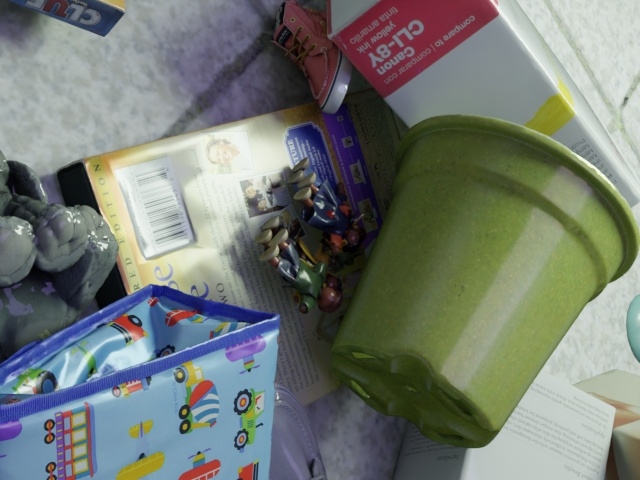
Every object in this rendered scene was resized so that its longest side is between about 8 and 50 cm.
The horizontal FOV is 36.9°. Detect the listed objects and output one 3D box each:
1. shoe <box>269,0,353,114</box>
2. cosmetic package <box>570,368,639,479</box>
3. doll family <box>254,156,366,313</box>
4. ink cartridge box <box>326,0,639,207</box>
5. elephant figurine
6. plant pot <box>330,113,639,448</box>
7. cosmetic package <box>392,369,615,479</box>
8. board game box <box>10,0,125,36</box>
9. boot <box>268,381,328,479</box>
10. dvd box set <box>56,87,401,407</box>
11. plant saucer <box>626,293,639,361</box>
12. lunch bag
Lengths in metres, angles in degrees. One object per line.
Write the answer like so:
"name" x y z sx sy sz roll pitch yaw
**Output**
"shoe" -0.014 -0.205 1.050 0.081 0.063 0.178 19 37 -16
"cosmetic package" 0.403 0.268 1.192 0.129 0.296 0.153 -17 92 -9
"doll family" 0.000 0.000 0.971 0.111 0.076 0.193 43 53 -22
"ink cartridge box" 0.184 -0.195 1.121 0.384 0.160 0.279 45 22 -25
"elephant figurine" -0.284 -0.024 0.770 0.186 0.239 0.169 -52 151 5
"plant pot" 0.145 0.058 0.973 0.276 0.276 0.254 44 64 -26
"cosmetic package" 0.185 0.327 1.072 0.197 0.155 0.365 29 64 -18
"board game box" -0.292 -0.293 0.845 0.243 0.042 0.165 17 52 -38
"boot" 0.001 0.254 0.923 0.095 0.123 0.258 -37 123 -33
"dvd box set" -0.043 0.019 1.020 0.420 0.062 0.308 -22 96 -42
"plant saucer" 0.529 0.142 1.523 0.119 0.021 0.119 9 76 -40
"lunch bag" -0.162 0.183 0.714 0.293 0.138 0.221 -24 122 -60
